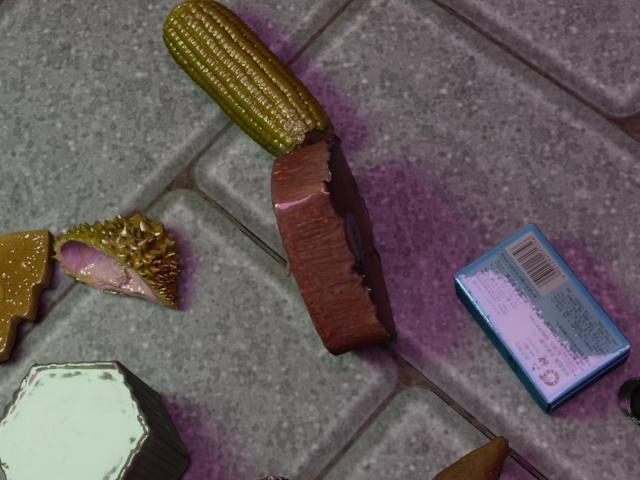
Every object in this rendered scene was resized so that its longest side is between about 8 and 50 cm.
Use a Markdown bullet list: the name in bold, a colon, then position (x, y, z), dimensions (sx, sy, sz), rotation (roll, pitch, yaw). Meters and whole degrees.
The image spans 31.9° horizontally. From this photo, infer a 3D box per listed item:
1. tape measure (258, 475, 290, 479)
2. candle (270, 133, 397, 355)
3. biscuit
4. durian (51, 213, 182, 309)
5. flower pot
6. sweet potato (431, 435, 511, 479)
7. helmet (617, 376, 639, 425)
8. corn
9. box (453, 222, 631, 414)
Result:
- **tape measure**: position (-0.080, 0.389, 1.546), dimensions (0.125, 0.074, 0.118), rotation (-33, 66, -7)
- **candle**: position (0.000, 0.000, 1.582), dimensions (0.131, 0.287, 0.317), rotation (-18, 70, 7)
- **biscuit**: position (-0.508, 0.074, 1.759), dimensions (0.238, 0.041, 0.212), rotation (-44, 63, -9)
- **durian**: position (-0.306, 0.026, 1.713), dimensions (0.182, 0.165, 0.132), rotation (30, 109, 48)
- **flower pot**: position (-0.318, 0.291, 1.561), dimensions (0.209, 0.190, 0.239), rotation (-30, 67, -2)
- **sweet potato**: position (0.159, 0.401, 1.481), dimensions (0.131, 0.131, 0.337), rotation (35, 79, 20)
- **helmet**: position (0.457, 0.223, 1.542), dimensions (0.084, 0.049, 0.065), rotation (35, 113, 45)
- **corn**: position (-0.115, -0.249, 1.776), dimensions (0.131, 0.131, 0.344), rotation (-39, 68, -7)
- **box**: position (0.311, 0.111, 1.592), dimensions (0.142, 0.083, 0.232), rotation (-33, 69, -5)
